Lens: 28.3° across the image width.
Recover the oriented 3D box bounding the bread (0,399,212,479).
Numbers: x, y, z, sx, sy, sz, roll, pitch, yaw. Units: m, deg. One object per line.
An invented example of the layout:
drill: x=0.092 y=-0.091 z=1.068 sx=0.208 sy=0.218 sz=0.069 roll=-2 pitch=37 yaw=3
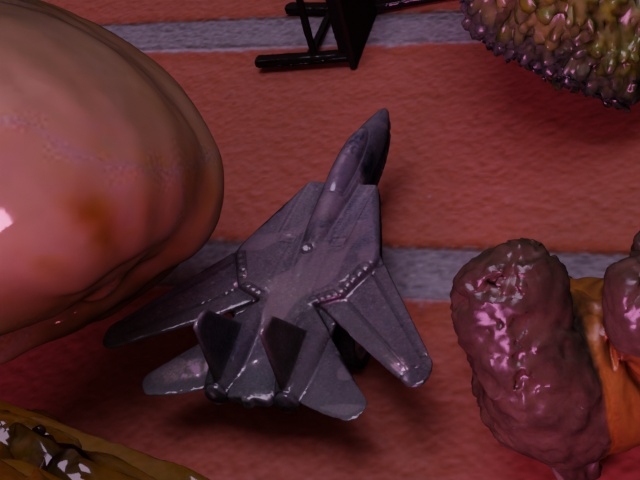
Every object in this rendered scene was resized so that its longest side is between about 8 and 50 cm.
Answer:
bread: x=-0.170 y=0.222 z=0.560 sx=0.314 sy=0.191 sz=0.370 roll=14 pitch=52 yaw=32

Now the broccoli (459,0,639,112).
broccoli: x=0.227 y=-0.260 z=0.840 sx=0.275 sy=0.353 sz=0.397 roll=-2 pitch=15 yaw=-30

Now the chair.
chair: x=0.050 y=-0.204 z=1.037 sx=0.213 sy=0.084 sz=0.101 roll=0 pitch=40 yaw=21

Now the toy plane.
toy plane: x=0.002 y=0.009 z=0.820 sx=0.212 sy=0.088 sz=0.267 roll=4 pitch=37 yaw=23

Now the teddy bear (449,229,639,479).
teddy bear: x=0.169 y=0.049 z=0.673 sx=0.190 sy=0.177 sz=0.140 roll=-19 pitch=85 yaw=2

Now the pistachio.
pistachio: x=-0.219 y=-0.042 z=0.770 sx=0.321 sy=0.229 sz=0.238 roll=5 pitch=64 yaw=-8
